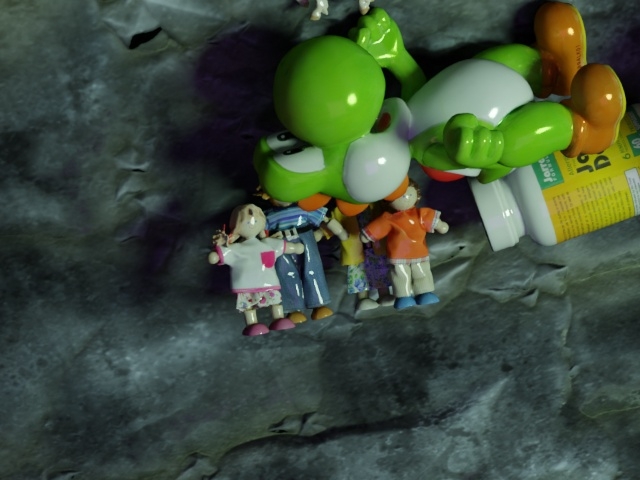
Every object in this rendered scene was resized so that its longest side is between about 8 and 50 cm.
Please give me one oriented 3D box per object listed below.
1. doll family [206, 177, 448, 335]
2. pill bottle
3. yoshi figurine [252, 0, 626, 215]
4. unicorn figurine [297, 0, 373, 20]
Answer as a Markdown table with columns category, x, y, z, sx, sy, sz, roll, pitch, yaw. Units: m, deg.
| category | x | y | z | sx | sy | sz | roll | pitch | yaw |
| --- | --- | --- | --- | --- | --- | --- | --- | --- | --- |
| doll family | 0.000 | 0.000 | 1.721 | 0.263 | 0.118 | 0.163 | -10 | 94 | -13 |
| pill bottle | 0.270 | -0.063 | 1.737 | 0.208 | 0.118 | 0.118 | -19 | 128 | 4 |
| yoshi figurine | 0.104 | -0.144 | 1.592 | 0.362 | 0.203 | 0.203 | -16 | 91 | -7 |
| unicorn figurine | 0.004 | -0.271 | 1.572 | 0.162 | 0.060 | 0.111 | -19 | 129 | -17 |
